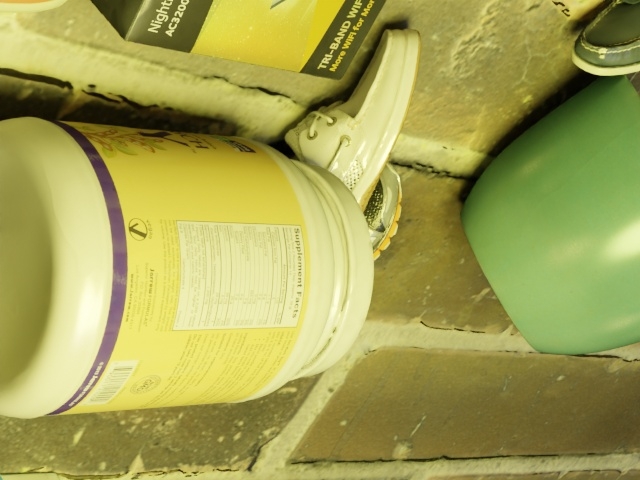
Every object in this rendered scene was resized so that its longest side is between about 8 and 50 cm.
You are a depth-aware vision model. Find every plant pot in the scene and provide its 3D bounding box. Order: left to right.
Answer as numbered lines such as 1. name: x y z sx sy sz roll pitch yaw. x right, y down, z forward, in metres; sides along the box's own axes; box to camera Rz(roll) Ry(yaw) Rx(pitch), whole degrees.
1. plant pot: 0.297 -0.010 1.547 0.235 0.293 0.293 -29 147 12

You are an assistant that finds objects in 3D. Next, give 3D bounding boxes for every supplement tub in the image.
1. supplement tub: -0.140 0.024 1.200 0.331 0.241 0.241 1 128 -44

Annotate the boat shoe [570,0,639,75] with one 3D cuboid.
1. boat shoe: 0.372 -0.257 1.493 0.254 0.095 0.079 -27 144 -21

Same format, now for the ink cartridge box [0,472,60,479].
1. ink cartridge box: -0.335 0.376 1.495 0.078 0.134 0.231 7 125 -46

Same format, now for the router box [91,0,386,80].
1. router box: -0.016 -0.288 1.114 0.243 0.081 0.309 3 126 -44

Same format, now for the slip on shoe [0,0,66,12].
1. slip on shoe: -0.283 -0.235 0.902 0.331 0.123 0.101 21 109 -46

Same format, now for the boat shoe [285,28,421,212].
1. boat shoe: 0.012 -0.085 1.347 0.096 0.098 0.277 22 98 -6

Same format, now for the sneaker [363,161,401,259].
1. sneaker: 0.000 0.000 1.444 0.215 0.084 0.083 -49 138 13
